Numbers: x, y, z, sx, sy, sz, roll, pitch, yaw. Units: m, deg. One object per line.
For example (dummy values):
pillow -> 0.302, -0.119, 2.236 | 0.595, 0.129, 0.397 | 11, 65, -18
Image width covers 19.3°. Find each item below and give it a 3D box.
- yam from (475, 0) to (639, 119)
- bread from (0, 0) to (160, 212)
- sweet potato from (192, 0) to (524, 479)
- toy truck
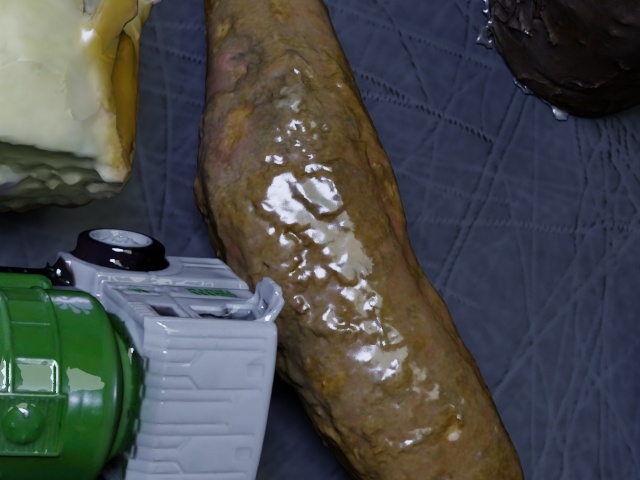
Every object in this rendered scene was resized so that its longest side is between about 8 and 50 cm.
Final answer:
yam -> 0.162, -0.150, 0.875 | 0.131, 0.280, 0.131 | 3, 75, -11
bread -> -0.183, -0.199, 0.784 | 0.236, 0.165, 0.375 | 5, 73, -19
sweet potato -> -0.001, 0.002, 0.849 | 0.114, 0.092, 0.341 | -4, 71, -67
toy truck -> -0.136, 0.050, 0.736 | 0.242, 0.125, 0.101 | 3, 102, -24
